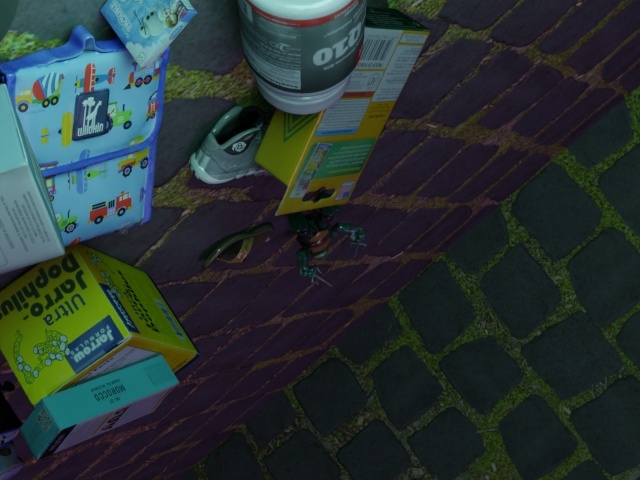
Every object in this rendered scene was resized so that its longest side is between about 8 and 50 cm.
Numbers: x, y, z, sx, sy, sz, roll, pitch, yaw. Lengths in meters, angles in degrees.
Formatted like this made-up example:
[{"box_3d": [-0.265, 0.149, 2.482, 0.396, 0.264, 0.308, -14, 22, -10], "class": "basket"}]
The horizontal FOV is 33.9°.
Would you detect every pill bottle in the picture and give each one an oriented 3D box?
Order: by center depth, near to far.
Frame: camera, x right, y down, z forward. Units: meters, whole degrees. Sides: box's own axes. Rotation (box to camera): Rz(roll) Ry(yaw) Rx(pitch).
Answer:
[{"box_3d": [-0.023, -0.281, 1.323, 0.161, 0.161, 0.283, -33, 164, -10], "class": "pill bottle"}]

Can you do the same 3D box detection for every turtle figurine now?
[{"box_3d": [0.000, 0.000, 2.250, 0.175, 0.118, 0.234, -46, 152, -17], "class": "turtle figurine"}]

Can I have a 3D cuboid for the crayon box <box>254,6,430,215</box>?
[{"box_3d": [0.023, -0.203, 1.629, 0.203, 0.083, 0.323, -12, 134, -54], "class": "crayon box"}]

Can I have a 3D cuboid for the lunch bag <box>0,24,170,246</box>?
[{"box_3d": [-0.306, -0.138, 1.277, 0.221, 0.138, 0.293, -20, 146, -39], "class": "lunch bag"}]

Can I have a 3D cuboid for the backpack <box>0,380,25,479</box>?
[{"box_3d": [-0.677, 0.391, 1.854, 0.263, 0.213, 0.276, -31, 170, 24], "class": "backpack"}]

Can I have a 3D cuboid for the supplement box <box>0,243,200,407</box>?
[{"box_3d": [-0.380, 0.159, 1.788, 0.194, 0.195, 0.356, -36, 165, 2], "class": "supplement box"}]

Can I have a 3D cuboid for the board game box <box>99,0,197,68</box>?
[{"box_3d": [-0.194, -0.256, 1.175, 0.090, 0.090, 0.020, -44, 164, 26], "class": "board game box"}]

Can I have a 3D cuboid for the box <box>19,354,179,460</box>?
[{"box_3d": [-0.350, 0.263, 1.677, 0.244, 0.060, 0.100, -16, 155, -50], "class": "box"}]

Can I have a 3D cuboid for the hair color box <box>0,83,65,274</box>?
[{"box_3d": [-0.471, -0.016, 1.069, 0.374, 0.114, 0.185, -18, 152, -11], "class": "hair color box"}]

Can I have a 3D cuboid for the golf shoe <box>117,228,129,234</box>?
[{"box_3d": [-0.281, -0.071, 1.483, 0.086, 0.069, 0.176, -51, -158, 12], "class": "golf shoe"}]

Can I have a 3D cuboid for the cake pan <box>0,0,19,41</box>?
[{"box_3d": [-0.400, -0.211, 0.955, 0.293, 0.054, 0.293, -33, 163, -11], "class": "cake pan"}]

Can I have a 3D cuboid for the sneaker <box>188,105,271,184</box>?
[{"box_3d": [-0.091, -0.165, 1.658, 0.228, 0.086, 0.132, -22, 157, -36], "class": "sneaker"}]

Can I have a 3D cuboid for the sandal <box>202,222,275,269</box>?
[{"box_3d": [-0.156, 0.018, 2.102, 0.180, 0.049, 0.072, -24, 160, -36], "class": "sandal"}]
